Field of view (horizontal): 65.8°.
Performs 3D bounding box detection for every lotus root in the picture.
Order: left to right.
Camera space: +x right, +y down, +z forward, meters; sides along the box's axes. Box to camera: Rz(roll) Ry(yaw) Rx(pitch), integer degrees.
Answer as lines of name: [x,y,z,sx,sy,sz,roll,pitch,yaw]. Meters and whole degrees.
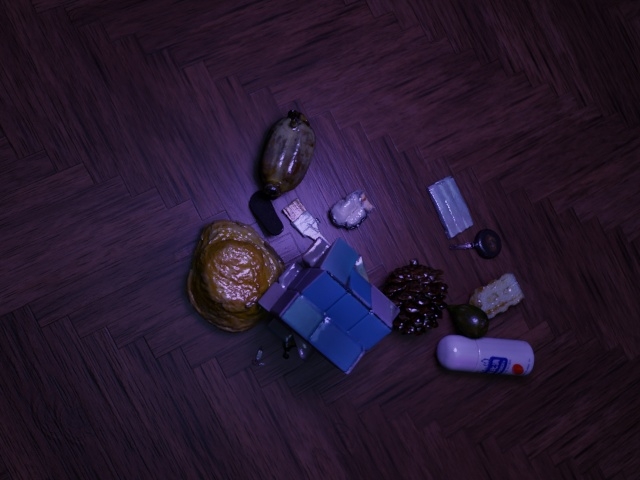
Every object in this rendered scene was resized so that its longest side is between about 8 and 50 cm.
lotus root: [-0.122,-0.279,1.663,0.173,0.173,0.309,21,80,-11]

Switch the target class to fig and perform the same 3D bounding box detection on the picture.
fig: [0.517,0.267,1.759,0.117,0.177,0.117,-19,131,-23]

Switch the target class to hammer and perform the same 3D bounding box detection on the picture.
hammer: [0.019,0.355,1.700,0.297,0.027,0.125,7,88,-12]

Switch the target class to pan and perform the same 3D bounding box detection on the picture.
pan: [0.590,0.014,1.862,0.212,0.040,0.114,-4,80,-14]

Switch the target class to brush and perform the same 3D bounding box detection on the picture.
brush: [0.000,0.000,1.733,0.085,0.020,0.336,-41,96,-14]

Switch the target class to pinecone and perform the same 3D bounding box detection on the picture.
pinecone: [0.322,0.195,1.693,0.224,0.224,0.272,1,97,-13]

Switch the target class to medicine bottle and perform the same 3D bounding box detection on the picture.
medicine bottle: [0.581,0.410,1.775,0.341,0.130,0.130,8,83,-13]

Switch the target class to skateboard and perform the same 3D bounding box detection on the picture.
skateboard: [-0.197,0.381,1.616,0.032,0.083,0.063,22,79,-10]

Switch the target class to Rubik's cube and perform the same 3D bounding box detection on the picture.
Rubik's cube: [0.038,0.211,1.541,0.387,0.368,0.358,44,78,-12]

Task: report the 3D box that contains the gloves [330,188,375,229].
gloves: [0.110,-0.102,1.743,0.153,0.070,0.114,-37,102,-7]

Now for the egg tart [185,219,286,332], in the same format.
egg tart: [-0.263,0.122,1.594,0.340,0.153,0.351,25,81,-13]

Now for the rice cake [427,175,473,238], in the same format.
rice cake: [0.483,-0.127,1.850,0.124,0.038,0.211,-29,92,-14]

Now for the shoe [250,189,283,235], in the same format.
shoe: [-0.180,-0.087,1.681,0.071,0.049,0.179,-32,70,-4]

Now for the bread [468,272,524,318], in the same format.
bread: [0.646,0.206,1.837,0.232,0.088,0.128,-24,99,-21]
